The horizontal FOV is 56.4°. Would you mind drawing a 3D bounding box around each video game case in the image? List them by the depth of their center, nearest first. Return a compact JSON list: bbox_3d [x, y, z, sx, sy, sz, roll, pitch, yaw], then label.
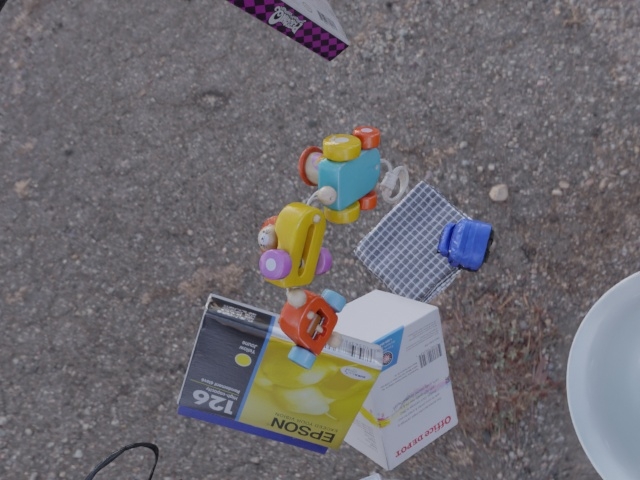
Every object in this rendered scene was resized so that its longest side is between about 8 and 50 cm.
[{"bbox_3d":[-0.078,-0.334,0.701,0.042,0.232,0.210,-35,70,26],"label":"video game case"}]

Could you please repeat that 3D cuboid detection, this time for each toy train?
[{"bbox_3d":[0.000,0.000,0.421,0.046,0.125,0.166,20,75,31],"label":"toy train"}]

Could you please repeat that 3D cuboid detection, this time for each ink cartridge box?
[{"bbox_3d":[-0.087,0.264,1.043,0.304,0.307,0.072,17,30,-6],"label":"ink cartridge box"},{"bbox_3d":[0.128,0.275,1.222,0.198,0.270,0.197,-22,19,-30],"label":"ink cartridge box"}]

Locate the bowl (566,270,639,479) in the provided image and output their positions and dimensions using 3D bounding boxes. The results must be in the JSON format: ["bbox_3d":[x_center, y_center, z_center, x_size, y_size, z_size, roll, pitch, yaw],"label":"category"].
[{"bbox_3d":[0.445,0.172,0.666,0.298,0.134,0.297,-9,78,48],"label":"bowl"}]

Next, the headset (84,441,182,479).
[{"bbox_3d":[-0.298,0.201,0.418,0.394,0.185,0.243,0,66,-14],"label":"headset"}]

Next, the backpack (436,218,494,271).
[{"bbox_3d":[0.282,0.009,1.161,0.101,0.120,0.098,11,85,6],"label":"backpack"}]

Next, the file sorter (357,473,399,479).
[{"bbox_3d":[0.030,0.550,1.038,0.278,0.173,0.192,-25,62,11],"label":"file sorter"}]

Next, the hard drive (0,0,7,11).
[{"bbox_3d":[-0.406,-0.173,0.501,0.339,0.064,0.237,-47,76,20],"label":"hard drive"}]

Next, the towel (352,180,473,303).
[{"bbox_3d":[0.255,0.011,1.525,0.283,0.121,0.235,-47,65,3],"label":"towel"}]
